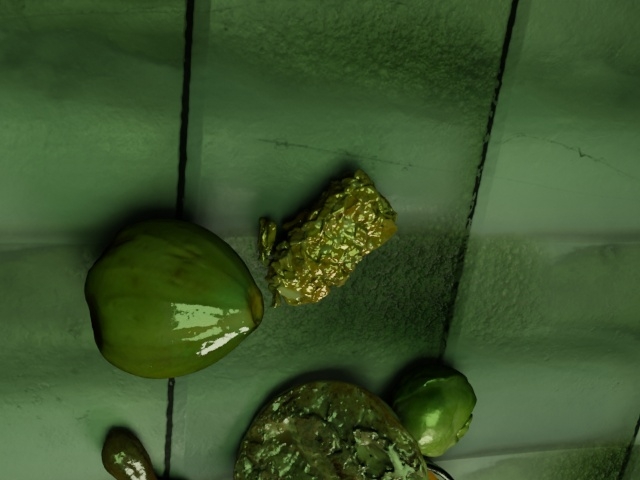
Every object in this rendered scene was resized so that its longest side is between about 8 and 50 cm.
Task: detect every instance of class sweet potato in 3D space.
[{"bbox_3d":[-0.309,0.420,1.463,0.081,0.062,0.233,-36,123,1],"label":"sweet potato"}]

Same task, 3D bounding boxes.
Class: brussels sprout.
[{"bbox_3d":[0.196,0.312,1.523,0.145,0.131,0.183,14,112,-46],"label":"brussels sprout"}]

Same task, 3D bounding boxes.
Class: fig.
[{"bbox_3d":[-0.207,0.091,1.216,0.271,0.239,0.239,11,119,24],"label":"fig"}]

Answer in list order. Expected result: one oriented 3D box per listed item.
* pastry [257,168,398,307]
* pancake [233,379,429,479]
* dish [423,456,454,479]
[{"bbox_3d":[0.000,0.000,1.319,0.250,0.102,0.154,-41,119,6],"label":"pastry"},{"bbox_3d":[0.014,0.444,1.456,0.382,0.071,0.382,1,92,18],"label":"pancake"},{"bbox_3d":[0.122,0.509,1.594,0.303,0.120,0.303,-5,111,-14],"label":"dish"}]
